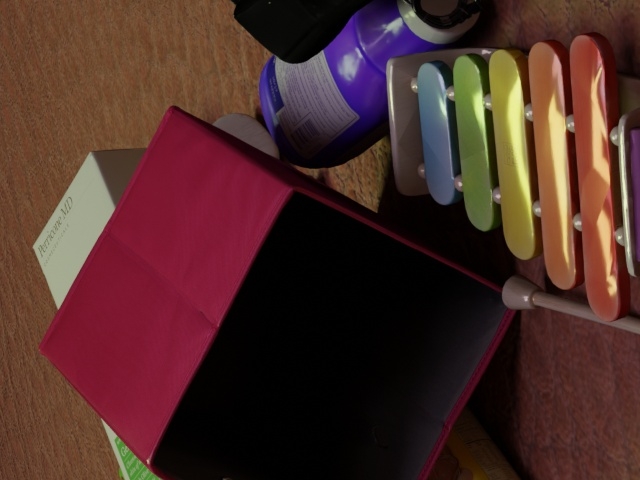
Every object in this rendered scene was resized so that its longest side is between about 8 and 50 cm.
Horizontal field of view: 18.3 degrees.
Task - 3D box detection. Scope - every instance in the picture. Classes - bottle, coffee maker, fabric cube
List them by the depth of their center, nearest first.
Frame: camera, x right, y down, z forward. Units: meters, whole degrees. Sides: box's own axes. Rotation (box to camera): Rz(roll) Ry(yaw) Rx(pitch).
[{"bbox_3d":[0.010,-0.202,1.503,0.171,0.120,0.178,64,156,4],"label":"coffee maker"},{"bbox_3d":[0.041,-0.153,1.679,0.283,0.092,0.118,-36,72,60],"label":"bottle"},{"bbox_3d":[-0.042,0.075,1.686,0.259,0.254,0.258,-62,33,3],"label":"fabric cube"}]

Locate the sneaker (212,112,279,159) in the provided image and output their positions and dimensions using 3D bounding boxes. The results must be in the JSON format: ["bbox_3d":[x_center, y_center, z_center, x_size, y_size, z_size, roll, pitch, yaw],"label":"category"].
[{"bbox_3d":[-0.062,-0.029,2.026,0.094,0.080,0.212,82,166,-61],"label":"sneaker"}]

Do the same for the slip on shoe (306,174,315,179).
[{"bbox_3d":[0.000,0.000,1.928,0.041,0.051,0.135,-46,54,49],"label":"slip on shoe"}]

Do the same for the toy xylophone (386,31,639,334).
[{"bbox_3d":[0.169,-0.038,1.468,0.323,0.081,0.236,8,111,61],"label":"toy xylophone"}]

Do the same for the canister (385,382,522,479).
[{"bbox_3d":[0.113,0.206,1.750,0.170,0.073,0.126,54,147,39],"label":"canister"}]

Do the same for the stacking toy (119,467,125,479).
[{"bbox_3d":[-0.171,0.194,2.258,0.221,0.167,0.052,64,153,25],"label":"stacking toy"}]

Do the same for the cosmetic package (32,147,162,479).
[{"bbox_3d":[-0.159,0.096,2.162,0.197,0.155,0.365,-54,54,44],"label":"cosmetic package"}]
